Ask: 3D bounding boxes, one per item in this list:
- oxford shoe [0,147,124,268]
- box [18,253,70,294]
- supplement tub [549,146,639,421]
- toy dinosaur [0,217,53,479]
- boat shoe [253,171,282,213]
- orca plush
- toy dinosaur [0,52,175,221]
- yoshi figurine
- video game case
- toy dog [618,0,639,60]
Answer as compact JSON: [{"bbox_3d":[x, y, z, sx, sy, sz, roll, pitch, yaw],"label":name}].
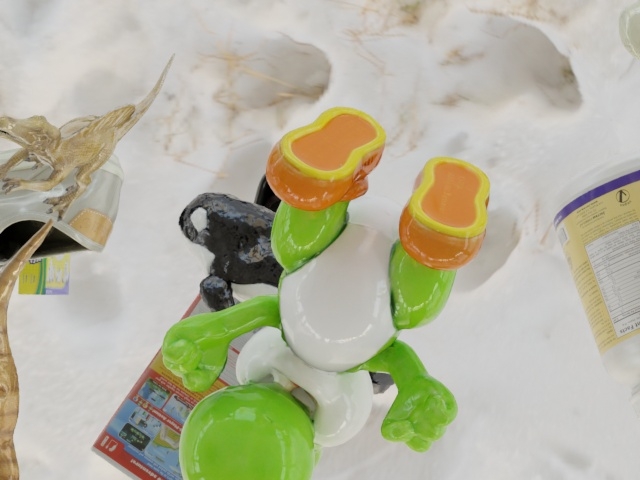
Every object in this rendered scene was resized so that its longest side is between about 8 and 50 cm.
[{"bbox_3d":[-0.444,-0.014,1.546,0.449,0.169,0.130,-9,73,16],"label":"oxford shoe"},{"bbox_3d":[-0.370,-0.015,1.751,0.043,0.105,0.179,0,88,7],"label":"box"},{"bbox_3d":[0.470,0.057,1.746,0.241,0.241,0.331,-21,72,14],"label":"supplement tub"},{"bbox_3d":[-0.236,0.091,0.900,0.112,0.064,0.211,1,88,3],"label":"toy dinosaur"},{"bbox_3d":[-0.083,0.036,1.955,0.112,0.095,0.335,-5,52,18],"label":"boat shoe"},{"bbox_3d":[-0.032,0.031,1.280,0.287,0.151,0.102,53,142,32],"label":"orca plush"},{"bbox_3d":[-0.142,-0.060,0.794,0.092,0.183,0.053,-37,90,28],"label":"toy dinosaur"},{"bbox_3d":[-0.011,0.092,0.994,0.203,0.203,0.362,62,144,38],"label":"yoshi figurine"},{"bbox_3d":[-0.132,0.209,1.669,0.204,0.025,0.285,35,89,-2],"label":"video game case"},{"bbox_3d":[0.532,-0.334,1.351,0.395,0.408,0.284,31,75,8],"label":"toy dog"}]
